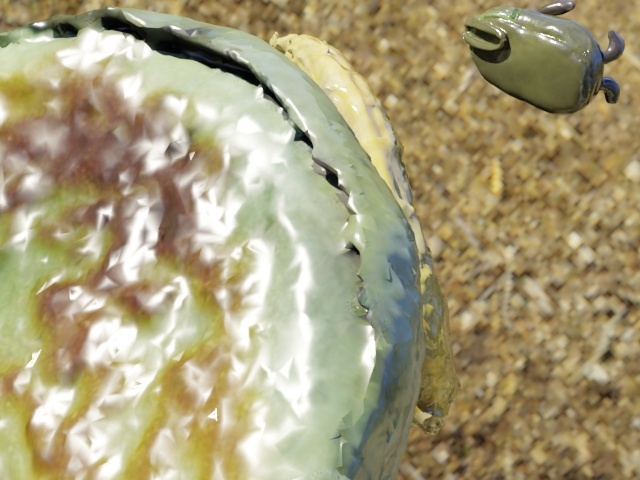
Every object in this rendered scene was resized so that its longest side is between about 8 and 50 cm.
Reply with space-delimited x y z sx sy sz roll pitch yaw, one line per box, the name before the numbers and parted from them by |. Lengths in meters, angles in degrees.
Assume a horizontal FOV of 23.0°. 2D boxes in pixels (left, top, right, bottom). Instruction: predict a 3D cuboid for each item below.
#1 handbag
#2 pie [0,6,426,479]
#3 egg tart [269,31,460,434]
handbag | 0.137 -0.122 1.014 0.111 0.072 0.047 24 35 33
pie | -0.082 0.048 0.378 0.054 0.240 0.240 39 28 -54
egg tart | 0.000 -0.001 1.225 0.132 0.341 0.341 -21 64 -8
